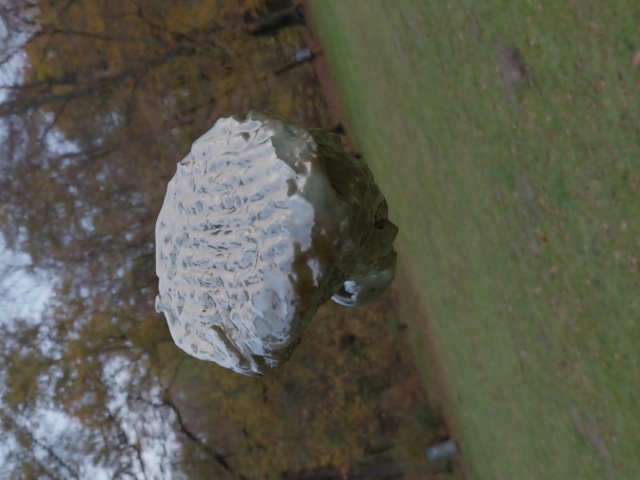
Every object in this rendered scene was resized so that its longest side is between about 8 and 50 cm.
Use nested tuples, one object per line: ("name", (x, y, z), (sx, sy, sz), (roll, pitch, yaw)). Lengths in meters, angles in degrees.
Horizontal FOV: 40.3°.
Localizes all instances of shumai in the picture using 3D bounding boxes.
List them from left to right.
("shumai", (0.000, 0.000, 0.924), (0.314, 0.262, 0.267), (-29, 67, 53))
